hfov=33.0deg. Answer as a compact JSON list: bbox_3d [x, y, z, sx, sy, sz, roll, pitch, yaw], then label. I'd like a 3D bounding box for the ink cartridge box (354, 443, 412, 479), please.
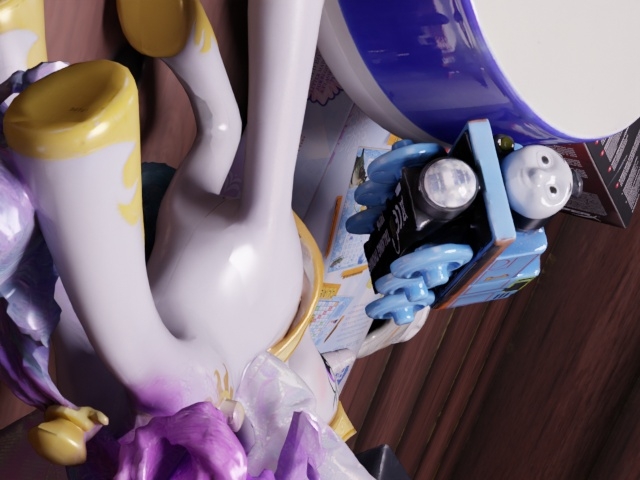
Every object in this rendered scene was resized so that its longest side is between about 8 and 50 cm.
[{"bbox_3d":[-0.096,0.244,0.650,0.333,0.065,0.165,-27,-163,20],"label":"ink cartridge box"}]

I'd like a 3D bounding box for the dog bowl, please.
[{"bbox_3d":[0.105,-0.183,0.597,0.265,0.104,0.264,-5,96,-47],"label":"dog bowl"}]

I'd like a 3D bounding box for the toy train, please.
[{"bbox_3d":[0.075,-0.008,0.594,0.184,0.105,0.080,109,-31,-73],"label":"toy train"}]

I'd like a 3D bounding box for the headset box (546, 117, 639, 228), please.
[{"bbox_3d":[0.225,-0.166,0.925,0.293,0.110,0.218,37,72,-59],"label":"headset box"}]

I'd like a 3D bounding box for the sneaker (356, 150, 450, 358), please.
[{"bbox_3d":[0.076,0.012,1.038,0.121,0.099,0.262,-31,143,-53],"label":"sneaker"}]

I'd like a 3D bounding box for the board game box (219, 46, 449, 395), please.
[{"bbox_3d":[0.000,0.000,0.834,0.317,0.066,0.319,-66,163,7],"label":"board game box"}]

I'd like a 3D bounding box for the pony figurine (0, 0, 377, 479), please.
[{"bbox_3d":[-0.064,0.064,0.471,0.351,0.303,0.363,-59,150,-45],"label":"pony figurine"}]
